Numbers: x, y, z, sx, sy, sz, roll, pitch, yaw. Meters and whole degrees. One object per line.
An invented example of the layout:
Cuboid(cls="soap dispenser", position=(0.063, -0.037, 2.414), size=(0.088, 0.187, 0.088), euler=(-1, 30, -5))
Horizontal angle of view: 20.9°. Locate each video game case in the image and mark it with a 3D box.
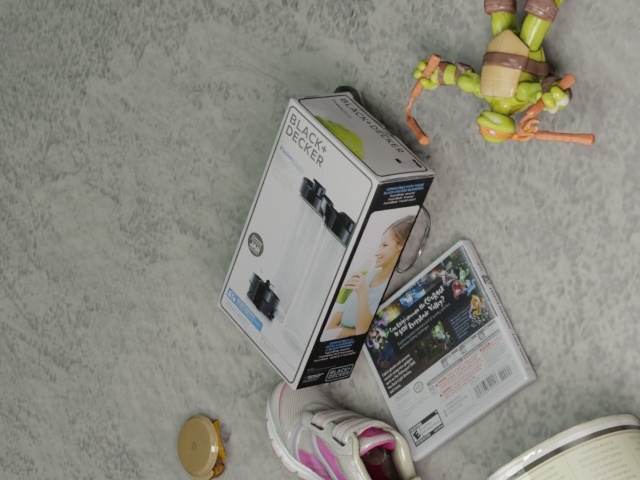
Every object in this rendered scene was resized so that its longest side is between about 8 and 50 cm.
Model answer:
Cuboid(cls="video game case", position=(0.132, 0.121, 1.883), size=(0.190, 0.022, 0.173), euler=(-42, 63, 37))

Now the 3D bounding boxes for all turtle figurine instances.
Cuboid(cls="turtle figurine", position=(0.206, -0.188, 1.770), size=(0.269, 0.087, 0.217), euler=(15, 92, 52))

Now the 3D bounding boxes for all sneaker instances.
Cuboid(cls="sneaker", position=(0.038, 0.230, 1.908), size=(0.252, 0.103, 0.111), euler=(46, 132, 28))

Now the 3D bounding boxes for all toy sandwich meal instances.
Cuboid(cls="toy sandwich meal", position=(-0.145, 0.257, 2.146), size=(0.085, 0.029, 0.085), euler=(-7, 81, 46))

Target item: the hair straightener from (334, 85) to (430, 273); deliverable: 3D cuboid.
Cuboid(cls="hair straightener", position=(0.063, -0.073, 1.933), size=(0.089, 0.047, 0.230), euler=(-34, 67, 39))

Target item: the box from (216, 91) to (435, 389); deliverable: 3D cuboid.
Cuboid(cls="box", position=(0.000, 0.000, 1.919), size=(0.169, 0.087, 0.290), euler=(47, 129, 34))

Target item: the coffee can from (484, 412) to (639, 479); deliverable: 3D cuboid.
Cuboid(cls="coffee can", position=(0.281, 0.329, 1.612), size=(0.201, 0.201, 0.275), euler=(-47, 59, 33))
